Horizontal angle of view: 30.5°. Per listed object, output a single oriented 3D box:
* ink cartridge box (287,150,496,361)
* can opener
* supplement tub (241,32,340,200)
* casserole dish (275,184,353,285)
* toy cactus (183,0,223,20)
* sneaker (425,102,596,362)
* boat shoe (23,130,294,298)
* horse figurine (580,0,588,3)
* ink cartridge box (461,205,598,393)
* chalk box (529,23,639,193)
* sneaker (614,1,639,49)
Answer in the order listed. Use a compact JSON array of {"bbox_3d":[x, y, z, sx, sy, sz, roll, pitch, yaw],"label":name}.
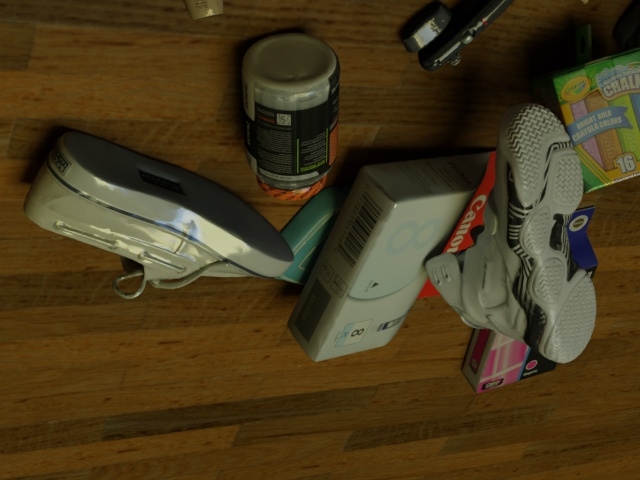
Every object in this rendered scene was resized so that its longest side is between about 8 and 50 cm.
[{"bbox_3d":[0.168,0.017,1.731,0.385,0.091,0.308,-8,136,-37],"label":"ink cartridge box"},{"bbox_3d":[0.192,-0.283,1.473,0.186,0.059,0.073,-36,141,7],"label":"can opener"},{"bbox_3d":[-0.036,-0.146,1.426,0.117,0.117,0.190,-17,140,-17],"label":"supplement tub"},{"bbox_3d":[0.000,0.000,1.676,0.114,0.037,0.188,21,118,-47],"label":"casserole dish"},{"bbox_3d":[-0.129,-0.311,1.158,0.219,0.112,0.180,-14,100,-6],"label":"toy cactus"},{"bbox_3d":[0.241,-0.012,1.586,0.137,0.210,0.365,-34,120,-37],"label":"sneaker"},{"bbox_3d":[-0.206,0.001,1.462,0.367,0.136,0.156,21,119,-42],"label":"boat shoe"},{"bbox_3d":[0.396,-0.396,1.480,0.263,0.066,0.174,-36,148,11],"label":"horse figurine"},{"bbox_3d":[0.365,0.108,2.019,0.176,0.069,0.371,-13,136,-22],"label":"ink cartridge box"},{"bbox_3d":[0.372,-0.185,1.595,0.132,0.213,0.132,-18,-176,-1],"label":"chalk box"},{"bbox_3d":[0.501,-0.307,1.570,0.087,0.130,0.227,-1,142,-37],"label":"sneaker"}]
